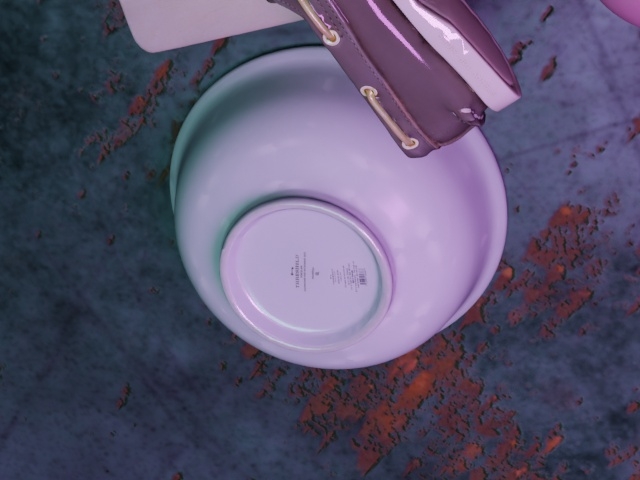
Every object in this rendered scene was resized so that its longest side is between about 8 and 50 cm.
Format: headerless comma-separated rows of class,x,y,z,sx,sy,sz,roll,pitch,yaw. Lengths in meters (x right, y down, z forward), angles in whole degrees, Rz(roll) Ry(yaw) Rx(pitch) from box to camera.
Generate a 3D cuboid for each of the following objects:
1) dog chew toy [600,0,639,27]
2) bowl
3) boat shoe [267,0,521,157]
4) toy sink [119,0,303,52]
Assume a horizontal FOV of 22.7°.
dog chew toy,0.251,-0.239,1.093,0.207,0.206,0.332,-30,117,26
bowl,0.000,0.000,1.321,0.298,0.134,0.297,6,121,11
boat shoe,0.002,-0.189,1.077,0.097,0.116,0.324,-36,114,21
toy sink,-0.037,-0.252,1.187,0.234,0.131,0.152,-12,116,14
